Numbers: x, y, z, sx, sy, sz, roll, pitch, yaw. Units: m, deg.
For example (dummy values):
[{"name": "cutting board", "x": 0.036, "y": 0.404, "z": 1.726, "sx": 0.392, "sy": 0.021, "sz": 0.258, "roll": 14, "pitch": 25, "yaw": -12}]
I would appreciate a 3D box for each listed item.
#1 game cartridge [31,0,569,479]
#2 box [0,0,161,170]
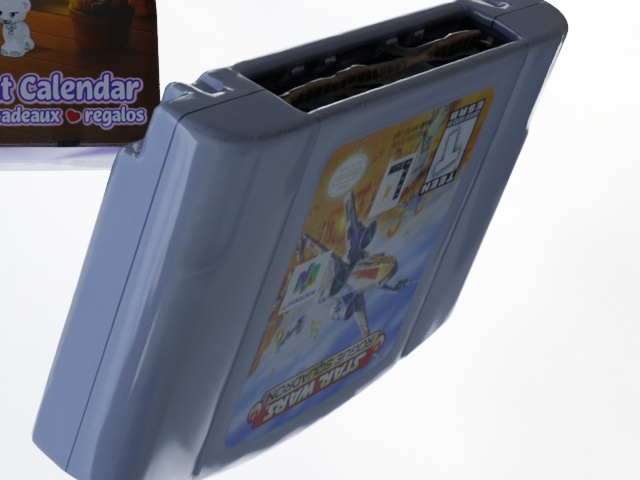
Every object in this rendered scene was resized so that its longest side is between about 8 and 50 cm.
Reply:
[{"name": "game cartridge", "x": 0.000, "y": 0.000, "z": 0.846, "sx": 0.297, "sy": 0.062, "sz": 0.198, "roll": -25, "pitch": -43, "yaw": -53}, {"name": "box", "x": -0.218, "y": -0.131, "z": 0.815, "sx": 0.293, "sy": 0.057, "sz": 0.201, "roll": -1, "pitch": -99, "yaw": -12}]
